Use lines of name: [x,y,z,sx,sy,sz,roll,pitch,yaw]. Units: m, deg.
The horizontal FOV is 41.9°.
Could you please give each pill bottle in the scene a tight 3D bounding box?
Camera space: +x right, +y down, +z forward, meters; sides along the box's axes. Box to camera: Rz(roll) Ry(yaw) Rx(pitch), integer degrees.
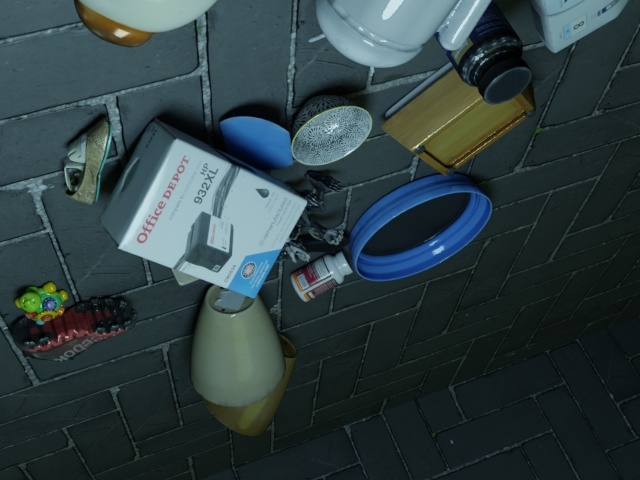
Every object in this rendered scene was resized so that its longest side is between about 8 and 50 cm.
pill bottle: [0.284,-0.354,1.494,0.122,0.219,0.123,-19,152,-11]
pill bottle: [0.005,0.090,2.179,0.152,0.086,0.086,-28,152,7]

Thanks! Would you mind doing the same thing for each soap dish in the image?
soap dish: [0.301,-0.270,1.764,0.291,0.118,0.229,-37,150,19]

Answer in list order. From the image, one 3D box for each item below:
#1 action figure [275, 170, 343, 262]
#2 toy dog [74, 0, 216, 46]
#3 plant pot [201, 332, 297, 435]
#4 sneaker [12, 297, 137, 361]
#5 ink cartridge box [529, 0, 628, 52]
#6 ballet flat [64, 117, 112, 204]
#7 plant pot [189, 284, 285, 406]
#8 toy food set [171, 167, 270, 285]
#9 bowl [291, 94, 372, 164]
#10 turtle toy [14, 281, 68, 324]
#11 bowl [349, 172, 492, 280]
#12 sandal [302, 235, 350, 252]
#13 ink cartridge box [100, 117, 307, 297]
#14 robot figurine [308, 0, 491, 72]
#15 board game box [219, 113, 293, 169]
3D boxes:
action figure: [-0.039,-0.019,1.891,0.164,0.141,0.276,-39,161,-38]
toy dog: [-0.238,-0.393,0.850,0.284,0.395,0.408,-39,142,8]
plant pot: [-0.182,0.395,2.441,0.237,0.237,0.254,13,120,-50]
sneaker: [-0.558,0.210,1.923,0.276,0.098,0.135,-13,150,-18]
ink cartridge box: [0.562,-0.545,1.530,0.385,0.091,0.308,-29,152,9]
ballet flat: [-0.416,-0.136,1.477,0.067,0.073,0.206,5,138,-21]
plant pot: [-0.216,0.237,2.123,0.256,0.256,0.274,-15,135,-18]
toy food set: [-0.211,-0.026,1.767,0.219,0.092,0.306,-24,153,-20]
bowl: [0.008,-0.231,1.635,0.170,0.080,0.170,-20,152,-11]
turtle toy: [-0.602,0.137,1.795,0.095,0.066,0.130,-26,152,3]
bowl: [0.254,-0.034,2.177,0.391,0.077,0.391,-19,152,-11]
sandal: [0.000,0.000,2.069,0.179,0.040,0.067,-3,148,-36]
ink cartridge box: [-0.214,-0.053,1.553,0.307,0.129,0.223,24,99,-37]
robot figurine: [0.122,-0.411,1.287,0.300,0.200,0.353,31,130,-10]
board game box: [-0.117,-0.197,1.604,0.133,0.033,0.169,7,152,8]
